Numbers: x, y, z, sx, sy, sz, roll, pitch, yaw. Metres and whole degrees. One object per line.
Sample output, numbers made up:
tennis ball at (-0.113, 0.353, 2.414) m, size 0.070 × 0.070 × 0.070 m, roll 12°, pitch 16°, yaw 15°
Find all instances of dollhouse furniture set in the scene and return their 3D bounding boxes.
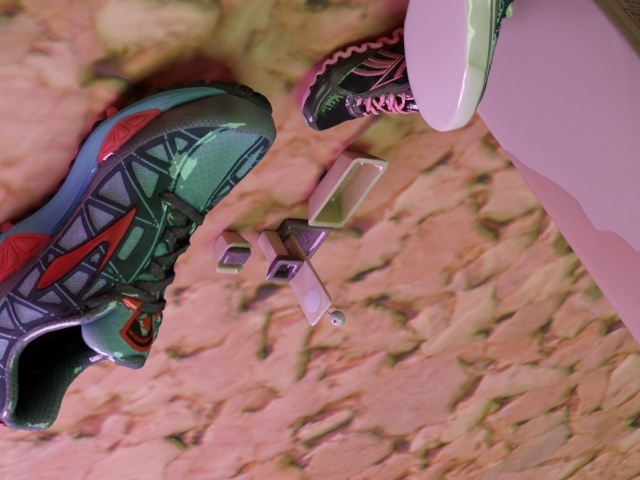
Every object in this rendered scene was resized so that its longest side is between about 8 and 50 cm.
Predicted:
dollhouse furniture set at (0.000, 0.000, 0.987) m, size 0.091 × 0.081 × 0.114 m, roll 4°, pitch 134°, yaw -40°

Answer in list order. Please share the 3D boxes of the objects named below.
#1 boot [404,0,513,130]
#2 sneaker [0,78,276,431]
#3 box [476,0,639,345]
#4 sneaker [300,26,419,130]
boot at (0.103, -0.154, 0.846) m, size 0.086 × 0.069 × 0.190 m, roll -16°, pitch 130°, yaw -25°
sneaker at (-0.113, 0.018, 0.886) m, size 0.262 × 0.125 × 0.104 m, roll -42°, pitch 145°, yaw 18°
box at (0.229, -0.036, 0.901) m, size 0.148 × 0.311 × 0.121 m, roll 3°, pitch 135°, yaw -38°
sneaker at (0.045, -0.096, 0.916) m, size 0.119 × 0.057 × 0.047 m, roll -30°, pitch 150°, yaw 2°
